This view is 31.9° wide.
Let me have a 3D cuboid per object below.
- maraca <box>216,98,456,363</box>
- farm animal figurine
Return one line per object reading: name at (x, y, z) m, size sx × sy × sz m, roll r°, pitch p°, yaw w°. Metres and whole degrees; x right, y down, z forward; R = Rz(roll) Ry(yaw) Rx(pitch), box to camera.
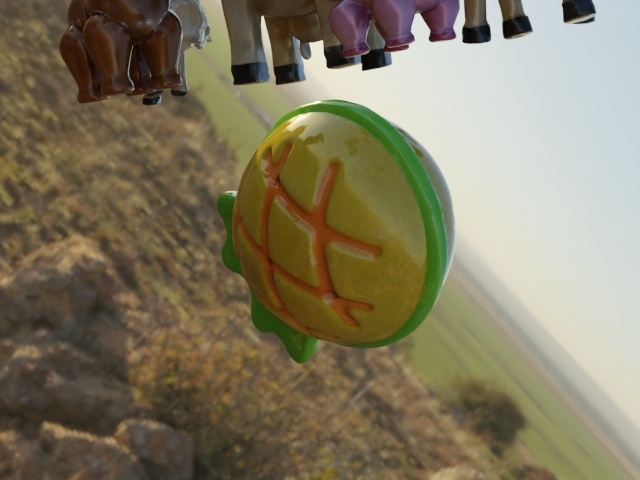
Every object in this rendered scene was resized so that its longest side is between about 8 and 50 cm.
maraca at (0.000, 0.000, 0.579) m, size 0.186 × 0.099 × 0.127 m, roll -33°, pitch -101°, yaw 54°
farm animal figurine at (-0.004, -0.196, 0.725) m, size 0.327 × 0.330 × 0.172 m, roll -110°, pitch -169°, yaw -84°
